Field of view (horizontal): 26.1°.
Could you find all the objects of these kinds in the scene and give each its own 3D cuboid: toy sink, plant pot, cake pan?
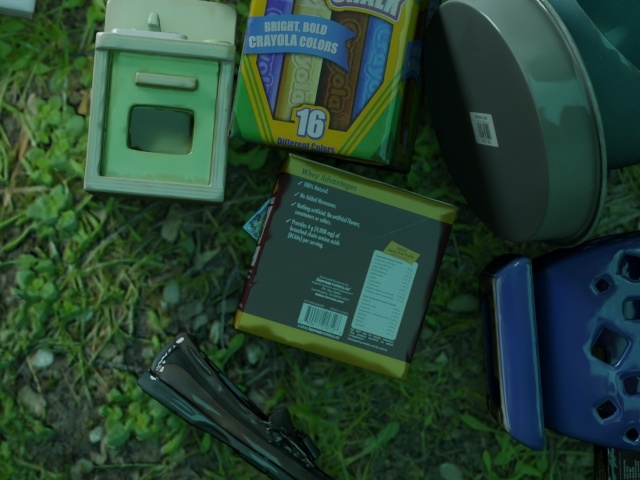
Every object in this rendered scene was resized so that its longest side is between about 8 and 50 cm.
[{"bbox_3d":[-0.172,-0.161,1.515,0.152,0.131,0.234,6,88,-5],"label":"toy sink"},{"bbox_3d":[0.282,-0.186,1.504,0.290,0.290,0.195,44,123,-3],"label":"plant pot"},{"bbox_3d":[0.289,0.109,1.503,0.212,0.236,0.236,-4,90,2],"label":"plant pot"},{"bbox_3d":[0.185,-0.124,1.386,0.054,0.293,0.293,-19,91,-16],"label":"cake pan"}]

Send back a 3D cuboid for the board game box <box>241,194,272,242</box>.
[{"bbox_3d":[0.000,0.000,1.579,0.154,0.026,0.103,43,86,-3],"label":"board game box"}]

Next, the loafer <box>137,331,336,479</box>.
[{"bbox_3d":[-0.075,0.203,1.540,0.267,0.096,0.084,34,81,-1],"label":"loafer"}]

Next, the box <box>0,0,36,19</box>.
[{"bbox_3d":[-0.401,-0.335,1.532,0.186,0.038,0.145,10,84,-13],"label":"box"}]

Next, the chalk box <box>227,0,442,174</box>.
[{"bbox_3d":[0.029,-0.231,1.482,0.179,0.180,0.289,12,93,12],"label":"chalk box"}]

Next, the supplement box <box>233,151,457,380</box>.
[{"bbox_3d":[0.023,0.028,1.501,0.191,0.129,0.194,17,88,-4],"label":"supplement box"}]

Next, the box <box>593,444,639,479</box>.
[{"bbox_3d":[0.468,0.366,1.588,0.293,0.073,0.296,-2,89,-5],"label":"box"}]
